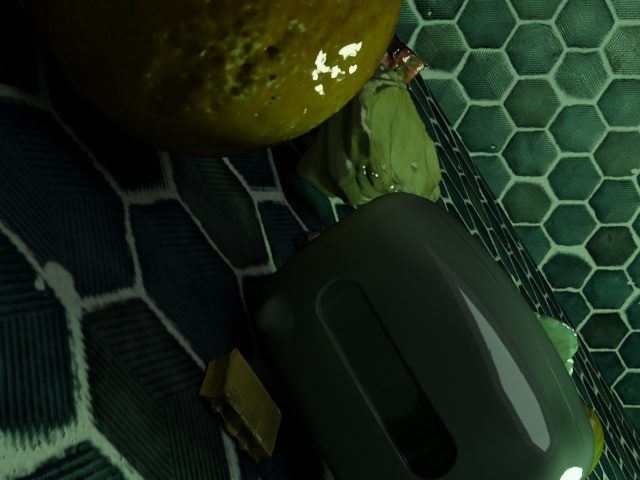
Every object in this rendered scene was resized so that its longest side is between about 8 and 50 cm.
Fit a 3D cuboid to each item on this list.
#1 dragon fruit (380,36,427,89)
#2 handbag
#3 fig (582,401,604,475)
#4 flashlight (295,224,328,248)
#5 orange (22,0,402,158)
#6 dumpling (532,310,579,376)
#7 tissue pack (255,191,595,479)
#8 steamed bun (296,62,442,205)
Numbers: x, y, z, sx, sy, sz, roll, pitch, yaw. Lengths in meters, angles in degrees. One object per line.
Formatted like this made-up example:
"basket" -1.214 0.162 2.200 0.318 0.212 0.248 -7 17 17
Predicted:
"dragon fruit" 0.059 -0.377 1.784 0.211 0.134 0.262 40 10 -25
"handbag" -0.064 0.138 0.779 0.083 0.027 0.061 58 16 -18
"fig" 0.425 0.385 1.613 0.151 0.151 0.259 54 23 -24
"flashlight" 0.000 0.000 1.163 0.052 0.031 0.110 66 18 10
"orange" -0.101 -0.229 0.801 0.340 0.293 0.340 41 13 -12
"dumpling" 0.170 0.139 1.185 0.270 0.212 0.320 30 13 36
"tissue pack" 0.093 0.126 0.882 0.333 0.229 0.236 59 22 17
"steamed bun" 0.046 -0.168 1.368 0.428 0.189 0.247 -2 94 -70
